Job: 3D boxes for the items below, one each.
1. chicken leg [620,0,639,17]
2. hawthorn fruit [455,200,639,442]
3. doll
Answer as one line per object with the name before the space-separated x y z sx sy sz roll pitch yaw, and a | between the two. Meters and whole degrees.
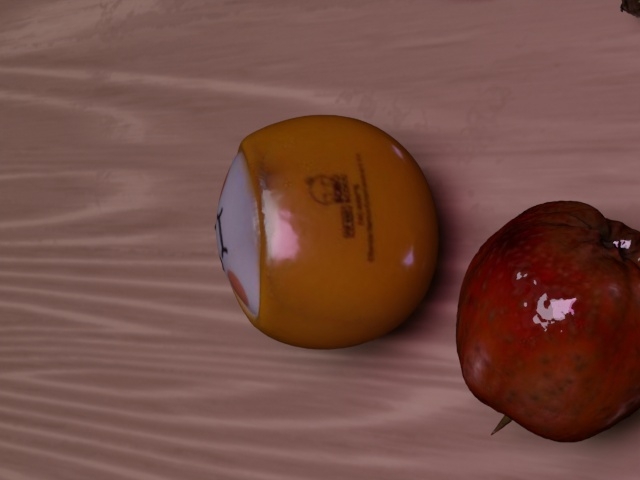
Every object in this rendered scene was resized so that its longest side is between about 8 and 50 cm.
chicken leg | 0.285 -0.241 0.966 0.196 0.080 0.125 39 106 29
hawthorn fruit | 0.186 0.076 0.907 0.179 0.179 0.200 40 119 39
doll | 0.000 0.000 1.080 0.236 0.213 0.214 126 148 -73
